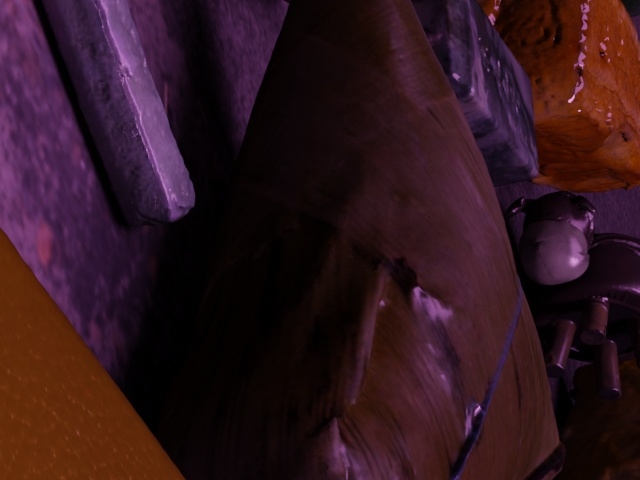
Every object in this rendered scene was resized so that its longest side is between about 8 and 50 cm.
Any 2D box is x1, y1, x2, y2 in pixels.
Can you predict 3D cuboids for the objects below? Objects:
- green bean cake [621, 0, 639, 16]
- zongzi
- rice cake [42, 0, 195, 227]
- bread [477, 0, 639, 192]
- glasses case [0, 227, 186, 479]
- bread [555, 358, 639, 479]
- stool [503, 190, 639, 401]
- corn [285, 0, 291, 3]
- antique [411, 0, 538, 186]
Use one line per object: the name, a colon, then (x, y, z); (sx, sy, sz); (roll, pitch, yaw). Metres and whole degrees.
green bean cake: (0.220, -0.379, 1.637); (0.308, 0.169, 0.300); (36, 48, -61)
zongzi: (0.000, 0.000, 0.848); (0.323, 0.160, 0.360); (-30, 112, -70)
rice cake: (-0.105, -0.099, 0.805); (0.033, 0.033, 0.208); (-59, 136, -59)
bread: (0.212, -0.147, 1.555); (0.294, 0.132, 0.167); (33, 51, -66)
glasses case: (-0.134, 0.088, 0.480); (0.173, 0.141, 0.371); (-100, 166, -45)
bread: (0.379, 0.303, 1.624); (0.239, 0.264, 0.395); (-74, 147, -59)
stool: (0.233, 0.046, 1.548); (0.217, 0.125, 0.121); (50, 37, -37)
corn: (-0.034, -0.214, 0.965); (0.290, 0.098, 0.098); (52, 34, -55)
antique: (0.089, -0.106, 1.265); (0.183, 0.086, 0.088); (39, 44, -61)
